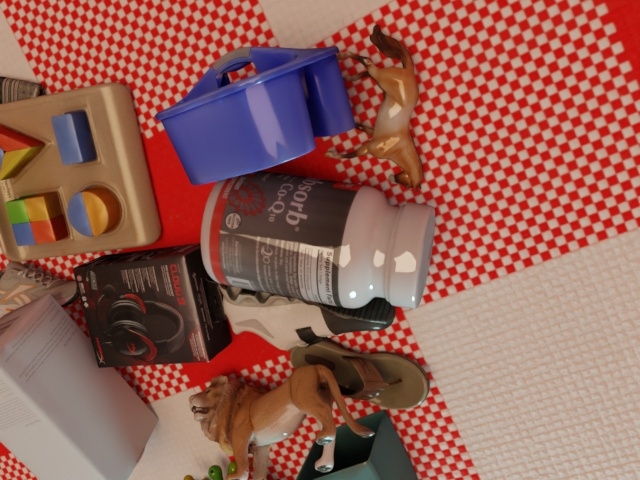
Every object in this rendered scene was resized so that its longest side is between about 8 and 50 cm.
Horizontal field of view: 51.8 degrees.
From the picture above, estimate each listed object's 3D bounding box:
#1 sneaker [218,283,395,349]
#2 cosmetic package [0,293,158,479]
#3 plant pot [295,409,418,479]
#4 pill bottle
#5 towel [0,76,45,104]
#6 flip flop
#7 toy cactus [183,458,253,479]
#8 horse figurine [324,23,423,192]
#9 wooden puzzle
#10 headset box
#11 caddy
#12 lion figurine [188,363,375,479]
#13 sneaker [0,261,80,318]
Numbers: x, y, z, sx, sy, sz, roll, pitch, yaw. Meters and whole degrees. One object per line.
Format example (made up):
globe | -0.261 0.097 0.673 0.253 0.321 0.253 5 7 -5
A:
sneaker | -0.022 0.141 1.227 0.330 0.122 0.146 7 121 17
cosmetic package | -0.526 0.329 1.334 0.156 0.217 0.385 -22 112 22
plant pot | 0.095 0.485 1.249 0.165 0.165 0.234 -27 99 23
pill bottle | 0.000 0.000 1.121 0.362 0.210 0.211 9 107 15
towel | -0.714 -0.189 1.405 0.311 0.056 0.325 9 105 13
flip flop | 0.065 0.253 1.236 0.276 0.080 0.112 16 108 15
toy cactus | -0.192 0.560 1.404 0.218 0.112 0.181 -17 108 13
horse figurine | 0.103 -0.221 1.106 0.174 0.066 0.264 16 112 22
wooden puzzle | -0.516 -0.124 1.303 0.347 0.080 0.323 -8 102 11
headset box | -0.320 0.129 1.316 0.293 0.110 0.218 -6 102 20
caddy | -0.110 -0.219 1.065 0.341 0.241 0.179 -7 110 41
lion figurine | -0.076 0.320 1.231 0.392 0.240 0.142 -25 133 23
sneaker | -0.626 0.098 1.422 0.262 0.099 0.121 -10 97 19
